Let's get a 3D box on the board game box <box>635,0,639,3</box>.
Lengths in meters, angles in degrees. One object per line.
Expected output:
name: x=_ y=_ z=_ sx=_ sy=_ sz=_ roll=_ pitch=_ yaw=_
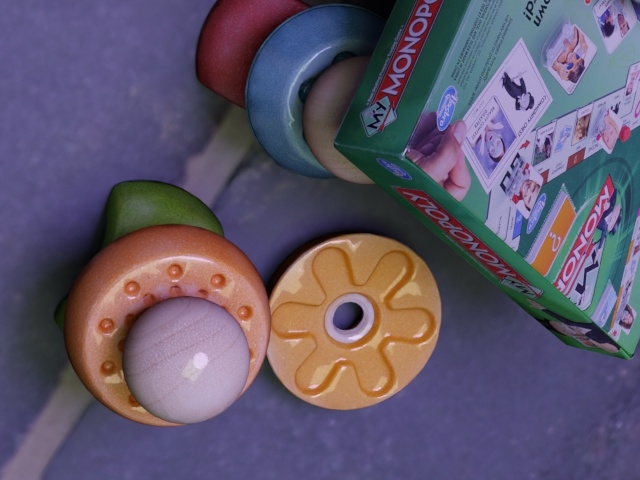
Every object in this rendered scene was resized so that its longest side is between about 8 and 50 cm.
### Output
board game box: x=0.176 y=-0.299 z=0.781 sx=0.390 sy=0.050 sz=0.390 roll=15 pitch=88 yaw=-56

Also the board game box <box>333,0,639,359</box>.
board game box: x=0.142 y=-0.130 z=0.895 sx=0.213 sy=0.046 sz=0.317 roll=39 pitch=70 yaw=-44

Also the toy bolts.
toy bolts: x=0.000 y=0.000 z=0.926 sx=0.218 sy=0.158 sz=0.228 roll=19 pitch=101 yaw=-22
